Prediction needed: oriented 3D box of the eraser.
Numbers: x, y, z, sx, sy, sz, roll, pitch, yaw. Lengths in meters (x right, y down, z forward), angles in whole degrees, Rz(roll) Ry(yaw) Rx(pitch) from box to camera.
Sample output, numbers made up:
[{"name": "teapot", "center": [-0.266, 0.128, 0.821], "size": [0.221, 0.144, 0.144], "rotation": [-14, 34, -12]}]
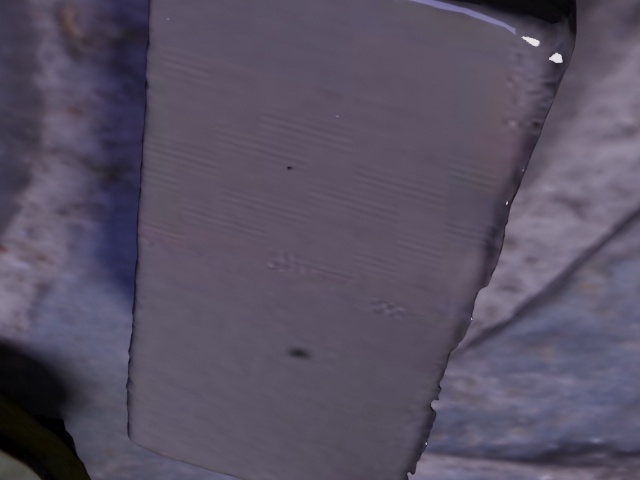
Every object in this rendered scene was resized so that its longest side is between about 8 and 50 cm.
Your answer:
[{"name": "eraser", "center": [0.000, -0.001, 0.608], "size": [0.111, 0.077, 0.352], "rotation": [17, 148, 3]}]

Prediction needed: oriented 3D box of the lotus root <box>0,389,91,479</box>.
[{"name": "lotus root", "center": [-0.153, 0.146, 0.843], "size": [0.203, 0.078, 0.183], "rotation": [43, 122, 14]}]
